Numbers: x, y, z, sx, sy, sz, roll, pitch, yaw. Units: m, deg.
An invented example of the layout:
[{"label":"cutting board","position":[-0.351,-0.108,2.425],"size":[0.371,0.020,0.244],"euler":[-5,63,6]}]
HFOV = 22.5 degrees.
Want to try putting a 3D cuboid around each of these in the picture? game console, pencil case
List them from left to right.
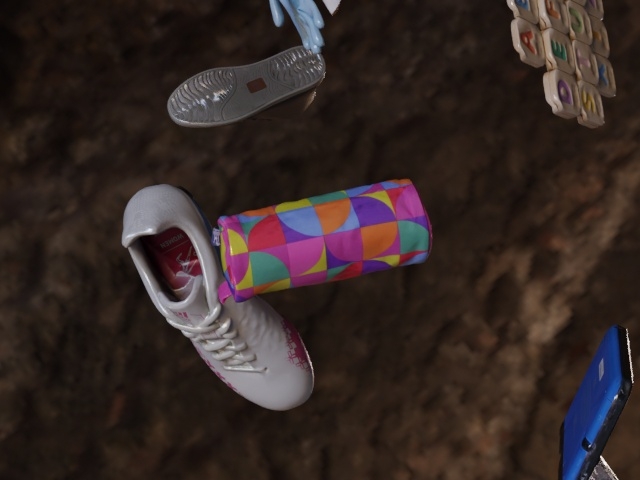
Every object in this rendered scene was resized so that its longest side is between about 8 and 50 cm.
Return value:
[{"label":"pencil case","position":[0.000,0.000,1.736],"size":[0.236,0.104,0.104],"euler":[-12,-22,-8]},{"label":"game console","position":[0.396,0.278,2.037],"size":[0.293,0.173,0.250],"euler":[-54,-12,-75]}]

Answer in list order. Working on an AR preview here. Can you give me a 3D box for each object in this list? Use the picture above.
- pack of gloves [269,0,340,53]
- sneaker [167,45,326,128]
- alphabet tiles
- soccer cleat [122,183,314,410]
[{"label":"pack of gloves","position":[-0.057,-0.321,1.758],"size":[0.046,0.232,0.195],"euler":[-26,-19,-15]},{"label":"sneaker","position":[-0.099,-0.186,2.192],"size":[0.222,0.083,0.118],"euler":[-17,-17,-10]},{"label":"alphabet tiles","position":[0.321,-0.293,2.118],"size":[0.021,0.284,0.278],"euler":[-15,-16,34]},{"label":"soccer cleat","position":[-0.126,0.088,1.857],"size":[0.116,0.331,0.143],"euler":[-30,18,17]}]
